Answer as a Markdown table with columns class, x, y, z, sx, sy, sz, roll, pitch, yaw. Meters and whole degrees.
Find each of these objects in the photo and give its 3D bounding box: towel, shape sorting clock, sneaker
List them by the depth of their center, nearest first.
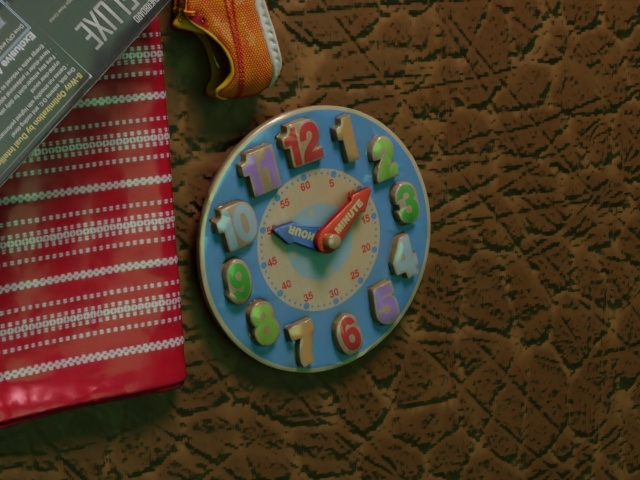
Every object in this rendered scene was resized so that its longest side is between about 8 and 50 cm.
| class | x | y | z | sx | sy | sz | roll | pitch | yaw |
| --- | --- | --- | --- | --- | --- | --- | --- | --- | --- |
| towel | -0.189 | -0.013 | 1.034 | 0.199 | 0.031 | 0.274 | -8 | 99 | -31 |
| sneaker | -0.078 | -0.184 | 1.065 | 0.067 | 0.064 | 0.175 | -20 | 102 | -17 |
| shape sorting clock | 0.000 | 0.000 | 1.140 | 0.206 | 0.040 | 0.206 | -3 | 97 | -30 |

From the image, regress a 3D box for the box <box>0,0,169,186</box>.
| class | x | y | z | sx | sy | sz | roll | pitch | yaw |
| --- | --- | --- | --- | --- | --- | --- | --- | --- | --- |
| box | -0.253 | -0.154 | 0.926 | 0.242 | 0.076 | 0.307 | 43 | 73 | -14 |
